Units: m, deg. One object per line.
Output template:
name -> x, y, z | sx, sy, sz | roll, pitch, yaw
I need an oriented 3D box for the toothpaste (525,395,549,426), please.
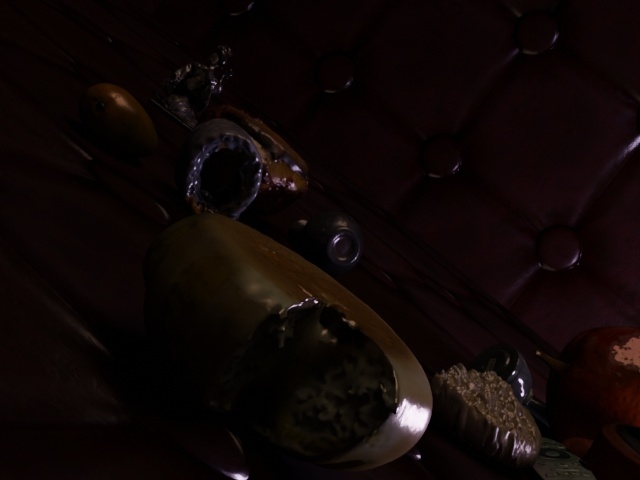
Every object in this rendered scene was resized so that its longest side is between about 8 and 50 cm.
toothpaste -> 0.435, 0.336, 2.394 | 0.216, 0.037, 0.062 | 36, 16, 10

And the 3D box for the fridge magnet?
fridge magnet -> 0.563, 0.423, 1.998 | 0.363, 0.155, 0.363 | 26, 10, -5

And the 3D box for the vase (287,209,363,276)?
vase -> 0.000, 0.000, 2.206 | 0.120, 0.120, 0.183 | 33, -8, -27

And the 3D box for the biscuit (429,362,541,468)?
biscuit -> 0.256, 0.274, 1.829 | 0.179, 0.084, 0.281 | 46, 14, 26

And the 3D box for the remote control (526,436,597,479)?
remote control -> 0.368, 0.360, 1.894 | 0.097, 0.045, 0.256 | 3, 11, -4

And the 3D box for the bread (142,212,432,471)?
bread -> -0.042, 0.109, 1.212 | 0.333, 0.160, 0.333 | 38, 7, -6

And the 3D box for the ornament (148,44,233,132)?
ornament -> -0.261, -0.348, 2.672 | 0.166, 0.196, 0.153 | 35, 8, -5

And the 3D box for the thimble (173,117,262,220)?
thimble -> -0.164, -0.114, 1.940 | 0.127, 0.151, 0.118 | 22, 13, -17

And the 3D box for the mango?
mango -> -0.316, -0.186, 1.924 | 0.163, 0.089, 0.111 | 41, 3, -37

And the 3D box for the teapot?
teapot -> 0.340, 0.262, 2.159 | 0.108, 0.111, 0.149 | 49, -3, -27

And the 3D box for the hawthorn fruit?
hawthorn fruit -> 0.540, 0.283, 2.279 | 0.330, 0.287, 0.287 | 27, 10, -11

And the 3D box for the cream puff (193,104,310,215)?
cream puff -> -0.132, -0.141, 2.204 | 0.240, 0.164, 0.240 | 40, -7, 5
